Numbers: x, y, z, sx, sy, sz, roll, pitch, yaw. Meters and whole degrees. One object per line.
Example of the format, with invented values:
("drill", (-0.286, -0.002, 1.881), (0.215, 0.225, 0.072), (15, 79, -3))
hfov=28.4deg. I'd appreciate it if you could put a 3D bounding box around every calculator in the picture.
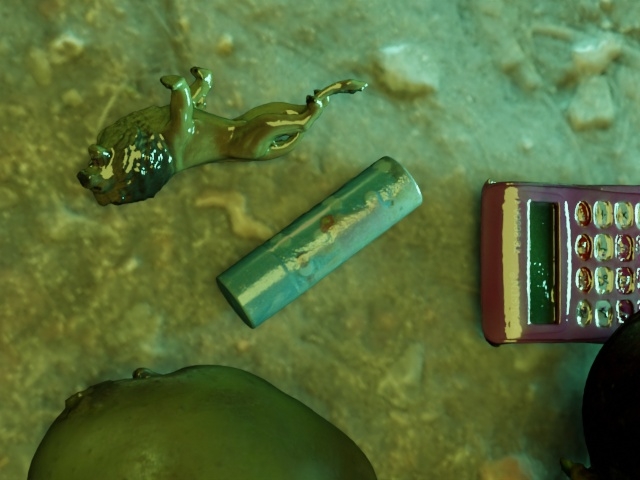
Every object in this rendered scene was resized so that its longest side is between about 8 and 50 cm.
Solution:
("calculator", (0.210, 0.019, 0.978), (0.190, 0.034, 0.126), (2, 85, -18))

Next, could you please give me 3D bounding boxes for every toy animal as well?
("toy animal", (-0.071, -0.090, 0.906), (0.220, 0.069, 0.086), (-16, 111, -8))

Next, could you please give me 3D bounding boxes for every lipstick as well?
("lipstick", (0.000, 0.000, 0.923), (0.158, 0.048, 0.048), (-36, 95, -12))

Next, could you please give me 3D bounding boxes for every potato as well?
("potato", (-0.065, 0.243, 0.804), (0.243, 0.221, 0.326), (1, 83, -3))

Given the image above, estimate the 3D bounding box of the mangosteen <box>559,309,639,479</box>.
("mangosteen", (0.257, 0.168, 0.883), (0.289, 0.231, 0.231), (-39, 95, -3))
